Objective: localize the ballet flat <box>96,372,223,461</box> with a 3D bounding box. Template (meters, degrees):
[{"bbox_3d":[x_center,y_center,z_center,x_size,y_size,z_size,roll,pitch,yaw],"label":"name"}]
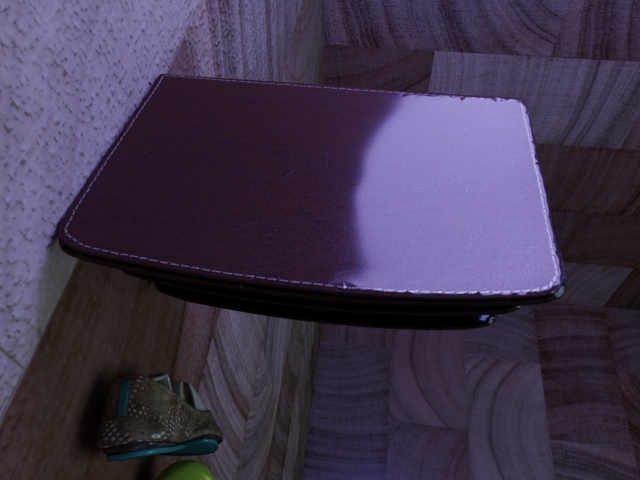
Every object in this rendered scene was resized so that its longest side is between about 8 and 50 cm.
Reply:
[{"bbox_3d":[-0.128,0.152,0.463,0.206,0.072,0.067,92,-9,-68],"label":"ballet flat"}]

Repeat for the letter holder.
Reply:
[{"bbox_3d":[0.000,0.000,0.411,0.215,0.301,0.152,-79,173,-45],"label":"letter holder"}]

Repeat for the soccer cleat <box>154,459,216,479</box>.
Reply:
[{"bbox_3d":[-0.142,0.342,0.520,0.121,0.093,0.290,-162,-110,-64],"label":"soccer cleat"}]
